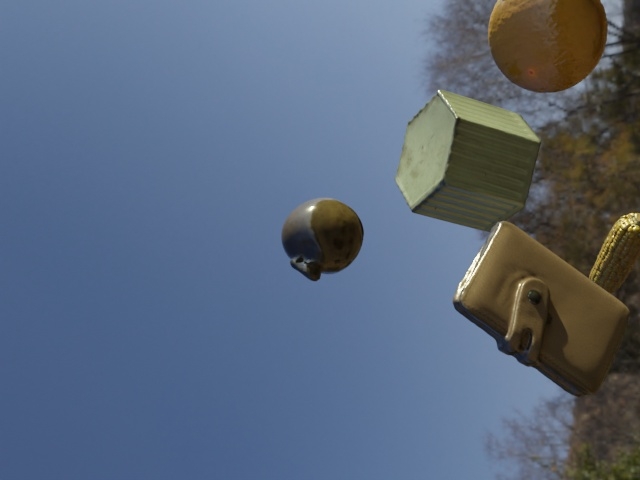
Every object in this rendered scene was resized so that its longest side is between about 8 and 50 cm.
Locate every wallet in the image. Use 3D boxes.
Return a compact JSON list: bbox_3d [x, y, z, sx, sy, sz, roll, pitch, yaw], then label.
[{"bbox_3d":[0.202,0.061,0.730,0.153,0.039,0.118,35,-118,-4],"label":"wallet"}]

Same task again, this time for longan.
[{"bbox_3d":[0.000,0.000,1.048,0.106,0.106,0.119,55,-131,-40],"label":"longan"}]

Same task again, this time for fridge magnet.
[{"bbox_3d":[0.271,-0.248,0.963,0.063,0.143,0.143,-32,-69,-54],"label":"fridge magnet"}]

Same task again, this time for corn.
[{"bbox_3d":[0.552,0.027,1.492,0.207,0.068,0.068,100,-171,-48],"label":"corn"}]

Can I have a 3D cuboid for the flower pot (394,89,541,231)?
[{"bbox_3d":[0.275,-0.149,1.529,0.190,0.209,0.239,14,-89,-21],"label":"flower pot"}]
